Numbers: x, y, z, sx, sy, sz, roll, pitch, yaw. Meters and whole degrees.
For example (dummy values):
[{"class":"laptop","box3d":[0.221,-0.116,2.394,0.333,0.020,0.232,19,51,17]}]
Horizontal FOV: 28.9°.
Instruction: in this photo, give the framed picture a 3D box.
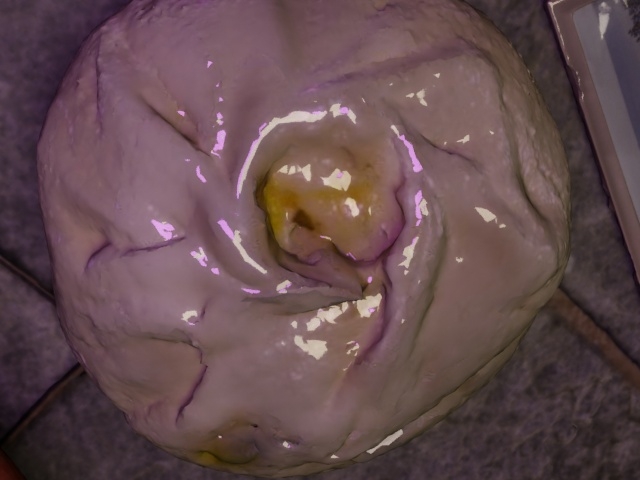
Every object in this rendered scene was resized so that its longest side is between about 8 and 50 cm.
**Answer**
[{"class":"framed picture","box3d":[0.306,-0.093,0.936,0.213,0.016,0.289,-25,113,-4]}]

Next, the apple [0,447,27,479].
[{"class":"apple","box3d":[-0.338,0.237,0.749,0.338,0.338,0.305,28,120,-20]}]

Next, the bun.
[{"class":"bun","box3d":[0.000,0.000,0.790,0.365,0.219,0.365,-4,112,-9]}]
